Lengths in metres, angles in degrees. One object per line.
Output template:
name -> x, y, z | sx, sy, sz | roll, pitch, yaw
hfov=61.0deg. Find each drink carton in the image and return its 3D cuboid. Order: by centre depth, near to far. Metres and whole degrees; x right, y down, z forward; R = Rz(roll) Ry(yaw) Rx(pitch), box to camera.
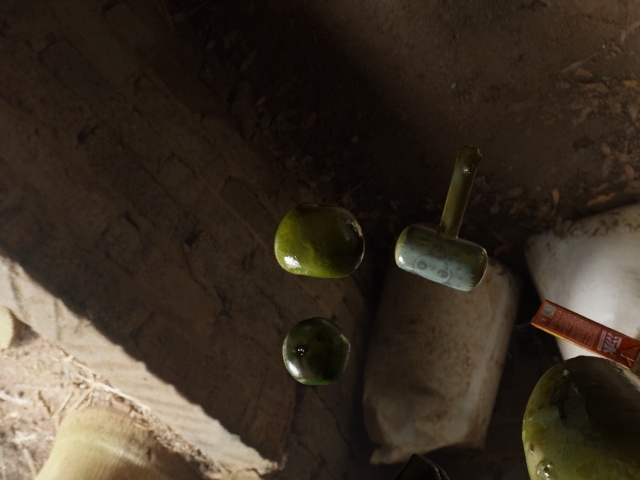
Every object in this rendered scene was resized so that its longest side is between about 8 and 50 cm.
drink carton -> 0.616, 0.217, 1.261 | 0.223, 0.071, 0.096 | 27, 180, 29

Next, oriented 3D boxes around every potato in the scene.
potato -> 0.384, 0.275, 0.735 | 0.210, 0.307, 0.173 | -34, 100, 21

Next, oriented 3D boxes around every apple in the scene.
apple -> 0.000, 0.000, 1.160 | 0.197, 0.196, 0.156 | 5, 100, 13

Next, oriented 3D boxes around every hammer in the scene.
hammer -> 0.287, -0.054, 1.170 | 0.202, 0.113, 0.305 | 19, 108, 15

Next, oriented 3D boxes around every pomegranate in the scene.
pomegranate -> 0.004, 0.303, 1.470 | 0.187, 0.186, 0.225 | -13, 157, 27

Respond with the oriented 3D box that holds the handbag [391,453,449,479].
handbag -> 0.208, 0.714, 1.279 | 0.152, 0.288, 0.342 | 40, 87, -16
